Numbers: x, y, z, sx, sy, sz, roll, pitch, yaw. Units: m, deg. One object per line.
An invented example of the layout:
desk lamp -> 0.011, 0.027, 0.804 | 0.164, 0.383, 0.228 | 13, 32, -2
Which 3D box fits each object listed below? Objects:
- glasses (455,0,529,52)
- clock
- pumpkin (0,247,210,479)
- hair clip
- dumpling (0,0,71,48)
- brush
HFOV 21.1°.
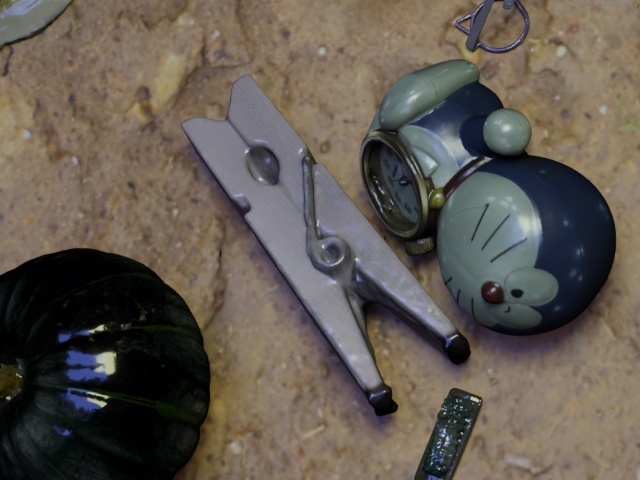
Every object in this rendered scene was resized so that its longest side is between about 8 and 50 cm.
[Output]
glasses -> 0.172, -0.232, 1.522 | 0.062, 0.104, 0.140 | 42, 93, 18
clock -> 0.144, -0.033, 1.453 | 0.146, 0.199, 0.243 | -23, 64, -30
pumpkin -> -0.222, 0.124, 1.482 | 0.250, 0.216, 0.250 | -10, 74, 37
hair clip -> -0.001, -0.002, 1.519 | 0.101, 0.085, 0.331 | -37, 69, 1
dumpling -> -0.320, -0.273, 1.659 | 0.247, 0.142, 0.172 | -30, 107, -1
brush -> 0.090, 0.217, 1.474 | 0.034, 0.027, 0.190 | 20, 83, 20
